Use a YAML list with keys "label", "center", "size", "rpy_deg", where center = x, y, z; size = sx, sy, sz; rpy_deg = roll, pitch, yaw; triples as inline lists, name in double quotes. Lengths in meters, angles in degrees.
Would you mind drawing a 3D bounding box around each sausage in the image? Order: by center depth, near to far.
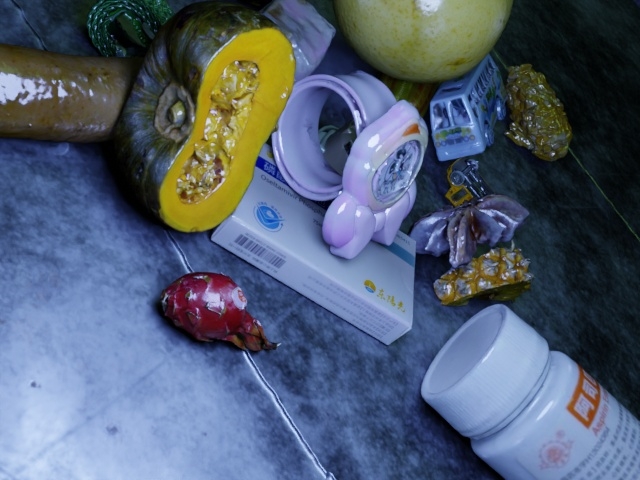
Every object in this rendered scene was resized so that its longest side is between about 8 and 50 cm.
- label: "sausage"
  center: [-0.376, -0.199, 1.305]
  size: [0.501, 0.123, 0.136]
  rpy_deg: [-3, 61, -45]
- label: "sausage"
  center: [0.158, -0.274, 1.894]
  size: [0.117, 0.125, 0.317]
  rpy_deg: [39, 38, -13]

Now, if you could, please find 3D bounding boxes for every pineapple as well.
- label: "pineapple"
  center: [0.316, 0.062, 1.740]
  size: [0.233, 0.135, 0.079]
  rpy_deg: [-6, 62, -48]

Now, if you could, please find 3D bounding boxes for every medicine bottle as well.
- label: "medicine bottle"
  center: [0.351, 0.288, 1.507]
  size: [0.371, 0.211, 0.211]
  rpy_deg: [42, 37, -8]

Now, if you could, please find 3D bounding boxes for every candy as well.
- label: "candy"
  center: [-0.085, -0.314, 1.658]
  size: [0.137, 0.185, 0.195]
  rpy_deg: [43, 33, -13]

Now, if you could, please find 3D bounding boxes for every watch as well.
- label: "watch"
  center: [0.040, -0.133, 1.511]
  size: [0.217, 0.248, 0.211]
  rpy_deg: [34, 29, 29]

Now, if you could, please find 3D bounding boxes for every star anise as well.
- label: "star anise"
  center: [0.250, -0.016, 1.703]
  size: [0.236, 0.229, 0.093]
  rpy_deg: [-65, 140, -69]

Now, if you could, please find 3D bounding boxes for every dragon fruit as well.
- label: "dragon fruit"
  center: [-0.124, 0.098, 1.318]
  size: [0.190, 0.094, 0.094]
  rpy_deg: [27, 41, -32]

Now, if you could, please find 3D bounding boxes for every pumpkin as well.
- label: "pumpkin"
  center: [-0.150, -0.172, 1.364]
  size: [0.139, 0.317, 0.222]
  rpy_deg: [30, 14, 32]

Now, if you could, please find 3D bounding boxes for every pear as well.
- label: "pear"
  center: [0.188, -0.456, 1.783]
  size: [0.348, 0.348, 0.348]
  rpy_deg: [26, 42, -26]

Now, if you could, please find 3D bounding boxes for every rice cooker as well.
- label: "rice cooker"
  center: [0.072, -0.114, 1.666]
  size: [0.206, 0.127, 0.145]
  rpy_deg: [49, 35, -12]

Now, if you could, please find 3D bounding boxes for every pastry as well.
- label: "pastry"
  center: [0.496, -0.291, 2.258]
  size: [0.154, 0.102, 0.250]
  rpy_deg: [16, 47, -33]

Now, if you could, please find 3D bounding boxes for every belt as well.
- label: "belt"
  center: [-0.284, -0.329, 1.517]
  size: [0.151, 0.121, 0.079]
  rpy_deg: [46, 30, -22]

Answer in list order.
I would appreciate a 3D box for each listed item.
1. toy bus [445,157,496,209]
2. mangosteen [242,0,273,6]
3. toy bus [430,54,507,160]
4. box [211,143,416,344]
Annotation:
- label: "toy bus"
  center: [0.300, -0.080, 1.902]
  size: [0.162, 0.074, 0.069]
  rpy_deg: [51, 44, 1]
- label: "mangosteen"
  center: [-0.086, -0.572, 1.793]
  size: [0.288, 0.288, 0.288]
  rpy_deg: [26, 42, -26]
- label: "toy bus"
  center: [0.304, -0.277, 2.004]
  size: [0.330, 0.109, 0.136]
  rpy_deg: [-56, 133, -58]
- label: "box"
  center: [0.000, 0.000, 1.541]
  size: [0.343, 0.065, 0.200]
  rpy_deg: [32, 39, -20]
